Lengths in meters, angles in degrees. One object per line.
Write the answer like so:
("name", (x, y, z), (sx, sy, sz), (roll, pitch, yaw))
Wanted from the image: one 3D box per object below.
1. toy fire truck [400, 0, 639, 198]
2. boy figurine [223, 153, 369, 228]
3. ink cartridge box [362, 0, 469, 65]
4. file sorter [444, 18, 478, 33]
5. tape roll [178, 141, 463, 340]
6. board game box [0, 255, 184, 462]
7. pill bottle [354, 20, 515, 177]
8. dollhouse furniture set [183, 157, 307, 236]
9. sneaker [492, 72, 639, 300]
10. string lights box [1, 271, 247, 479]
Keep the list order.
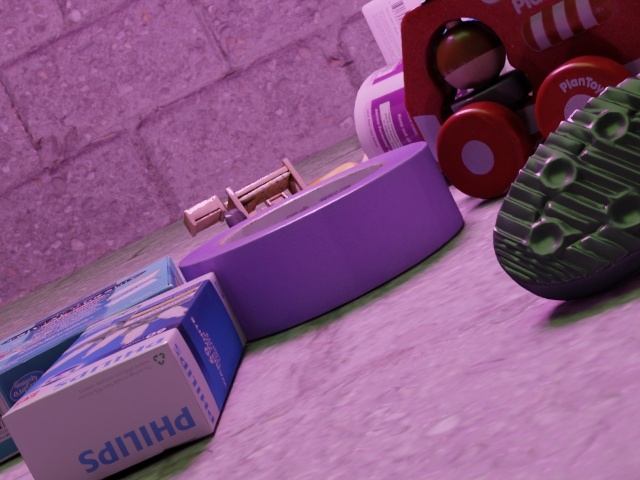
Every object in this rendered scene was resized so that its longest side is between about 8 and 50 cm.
("toy fire truck", (0.208, -0.199, 1.131), (0.302, 0.253, 0.169), (-20, 9, 41))
("boy figurine", (0.008, -0.066, 1.552), (0.285, 0.092, 0.177), (-29, 4, 6))
("ink cartridge box", (0.294, -0.399, 2.124), (0.166, 0.285, 0.395), (-30, 8, -28))
("file sorter", (0.244, -0.276, 1.897), (0.118, 0.170, 0.104), (-26, 5, 6))
("tape roll", (0.000, 0.000, 1.107), (0.275, 0.090, 0.275), (-27, 7, 4))
("board game box", (-0.255, 0.120, 1.189), (0.254, 0.079, 0.336), (-27, 7, -5))
("pill bottle", (0.197, -0.180, 1.380), (0.169, 0.169, 0.302), (-32, 10, -40))
("dollhouse furniture set", (-0.108, -0.013, 1.715), (0.182, 0.101, 0.161), (-29, -17, -19))
("sneaker", (0.247, -0.060, 0.710), (0.319, 0.131, 0.112), (-42, 52, -7))
("string lights box", (-0.143, 0.107, 0.891), (0.133, 0.076, 0.259), (-24, 7, 5))
